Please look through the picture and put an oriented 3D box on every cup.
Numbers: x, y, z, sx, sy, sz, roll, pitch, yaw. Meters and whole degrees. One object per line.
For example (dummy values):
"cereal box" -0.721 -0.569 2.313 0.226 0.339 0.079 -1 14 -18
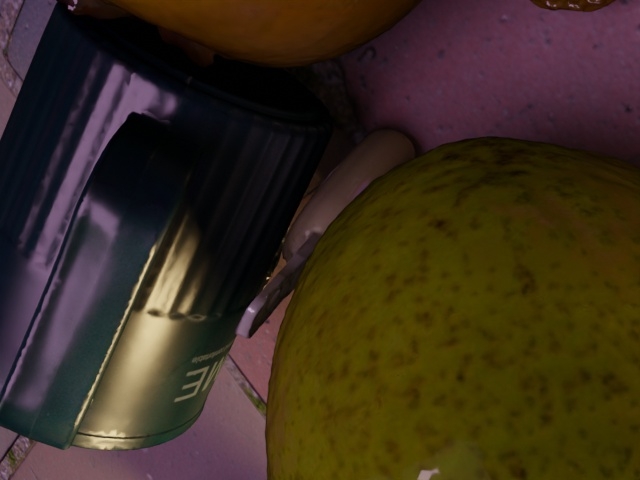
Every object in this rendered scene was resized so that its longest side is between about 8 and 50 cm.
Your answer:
"cup" -0.161 -0.019 0.672 0.242 0.308 0.292 35 110 18

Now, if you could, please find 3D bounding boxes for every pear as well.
"pear" 0.136 0.114 0.544 0.391 0.391 0.391 16 118 34

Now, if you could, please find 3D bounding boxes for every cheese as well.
"cheese" 0.000 0.000 0.666 0.054 0.251 0.127 32 126 7

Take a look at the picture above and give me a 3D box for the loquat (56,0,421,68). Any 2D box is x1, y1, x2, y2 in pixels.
"loquat" -0.038 -0.282 0.549 0.328 0.328 0.359 39 100 20

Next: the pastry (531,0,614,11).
"pastry" 0.175 -0.204 0.568 0.097 0.057 0.109 38 130 14

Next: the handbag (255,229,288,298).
"handbag" -0.093 0.020 0.869 0.115 0.072 0.139 21 124 28
